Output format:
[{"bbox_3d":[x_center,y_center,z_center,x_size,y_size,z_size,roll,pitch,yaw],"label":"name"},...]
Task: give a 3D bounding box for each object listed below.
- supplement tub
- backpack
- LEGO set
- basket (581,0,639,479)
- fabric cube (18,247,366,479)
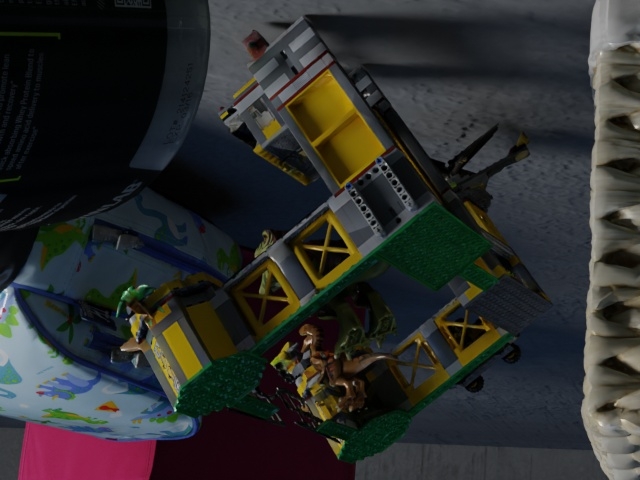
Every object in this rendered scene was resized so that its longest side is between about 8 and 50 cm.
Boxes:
[{"bbox_3d":[-0.206,-0.089,0.630,0.194,0.193,0.316,-4,-176,30],"label":"supplement tub"},{"bbox_3d":[-0.226,0.041,1.253,0.290,0.273,0.355,-14,169,33],"label":"backpack"},{"bbox_3d":[0.000,0.000,1.010,0.255,0.192,0.331,-44,149,19],"label":"LEGO set"},{"bbox_3d":[0.329,0.019,0.910,0.328,0.266,0.331,2,163,14],"label":"basket"},{"bbox_3d":[-0.132,0.158,1.566,0.254,0.259,0.258,17,160,-36],"label":"fabric cube"}]
